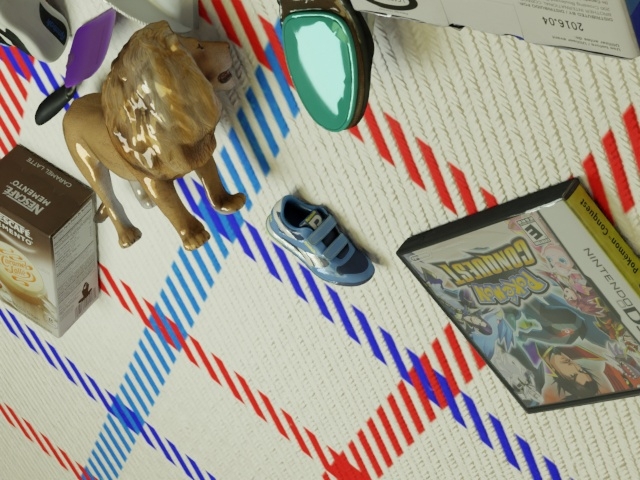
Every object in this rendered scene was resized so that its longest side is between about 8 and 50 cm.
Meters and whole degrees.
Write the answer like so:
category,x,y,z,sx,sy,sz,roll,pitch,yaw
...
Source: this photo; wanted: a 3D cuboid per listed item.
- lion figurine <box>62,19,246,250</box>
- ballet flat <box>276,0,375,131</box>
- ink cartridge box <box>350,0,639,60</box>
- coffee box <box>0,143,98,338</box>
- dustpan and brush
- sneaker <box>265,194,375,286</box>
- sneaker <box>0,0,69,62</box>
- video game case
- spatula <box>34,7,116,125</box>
category,x,y,z,sx,sy,sz,roll,pitch,yaw
lion figurine,-0.219,-0.117,1.704,0.392,0.142,0.240,-5,122,51
ballet flat,0.004,-0.235,1.375,0.095,0.096,0.280,13,138,36
ink cartridge box,0.119,-0.290,1.100,0.270,0.151,0.395,16,152,33
coffee box,-0.392,0.005,2.056,0.141,0.098,0.246,30,145,17
dustpan and brush,-0.233,-0.300,1.573,0.211,0.060,0.147,29,145,20
sneaker,0.000,0.000,1.693,0.144,0.053,0.059,33,144,11
sneaker,-0.379,-0.281,1.680,0.121,0.079,0.217,19,159,20
video game case,0.239,0.069,1.544,0.248,0.035,0.275,50,146,-13
spatula,-0.302,-0.192,1.777,0.030,0.084,0.296,15,159,-18
